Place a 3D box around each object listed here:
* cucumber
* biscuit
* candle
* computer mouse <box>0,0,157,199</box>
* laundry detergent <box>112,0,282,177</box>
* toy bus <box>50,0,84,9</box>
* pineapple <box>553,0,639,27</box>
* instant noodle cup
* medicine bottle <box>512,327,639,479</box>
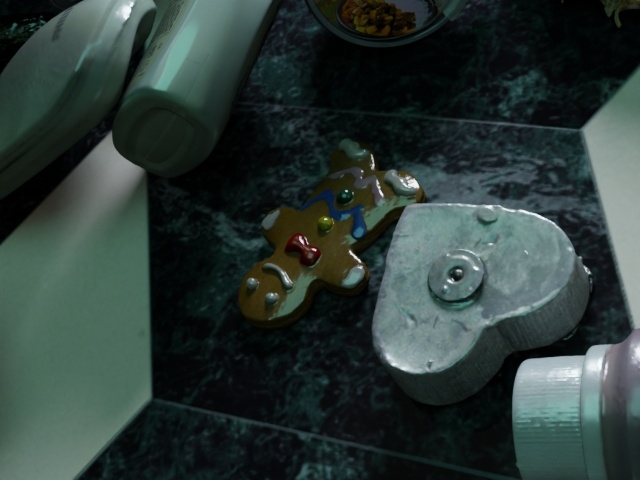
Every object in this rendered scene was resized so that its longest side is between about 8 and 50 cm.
[{"bbox_3d":[-0.370,-0.237,1.485,0.245,0.067,0.067,-5,59,25],"label":"cucumber"},{"bbox_3d":[0.000,0.000,1.187,0.205,0.031,0.138,-47,53,-5],"label":"biscuit"},{"bbox_3d":[0.123,0.039,1.079,0.192,0.068,0.168,-34,51,-1],"label":"candle"},{"bbox_3d":[-0.289,-0.151,1.301,0.331,0.095,0.197,-32,26,36],"label":"computer mouse"},{"bbox_3d":[-0.110,-0.217,1.284,0.105,0.215,0.281,25,67,-11],"label":"laundry detergent"},{"bbox_3d":[-0.193,-0.375,1.410,0.289,0.139,0.157,-19,64,7],"label":"toy bus"},{"bbox_3d":[0.232,-0.414,1.209,0.286,0.209,0.344,16,71,32],"label":"pineapple"},{"bbox_3d":[0.058,-0.301,1.262,0.178,0.208,0.126,-60,27,32],"label":"instant noodle cup"},{"bbox_3d":[0.269,0.130,0.906,0.247,0.147,0.147,-6,59,23],"label":"medicine bottle"}]
